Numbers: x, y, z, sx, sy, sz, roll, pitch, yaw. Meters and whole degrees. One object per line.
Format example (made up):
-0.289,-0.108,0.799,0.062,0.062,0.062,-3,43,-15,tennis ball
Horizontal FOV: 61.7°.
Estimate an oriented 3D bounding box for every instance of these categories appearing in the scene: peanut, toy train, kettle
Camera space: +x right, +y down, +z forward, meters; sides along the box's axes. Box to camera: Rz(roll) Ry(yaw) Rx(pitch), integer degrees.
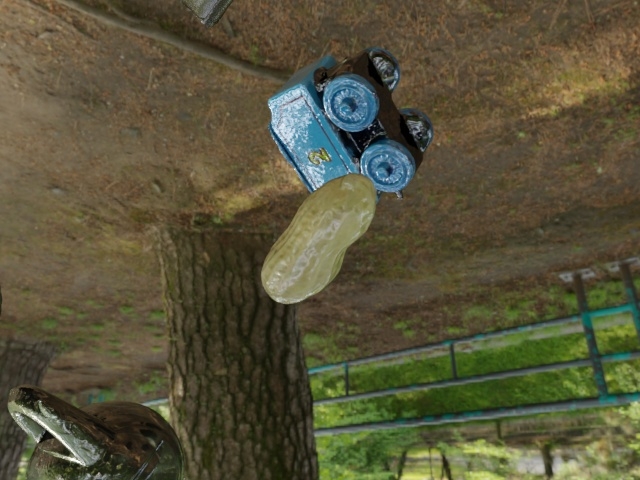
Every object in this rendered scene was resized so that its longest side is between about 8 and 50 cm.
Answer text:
0.000,0.000,0.721,0.099,0.090,0.214,25,115,-23,peanut
0.062,-0.211,1.072,0.265,0.188,0.300,-15,121,38,toy train
-0.357,0.336,0.845,0.321,0.228,0.324,47,142,-10,kettle

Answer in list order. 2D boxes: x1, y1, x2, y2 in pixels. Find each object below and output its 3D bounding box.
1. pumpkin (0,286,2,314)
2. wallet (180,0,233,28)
-0.639,0.082,0.849,0.216,0.249,0.250,-37,146,3,pumpkin
-0.087,-0.328,0.542,0.198,0.110,0.031,-47,170,17,wallet
